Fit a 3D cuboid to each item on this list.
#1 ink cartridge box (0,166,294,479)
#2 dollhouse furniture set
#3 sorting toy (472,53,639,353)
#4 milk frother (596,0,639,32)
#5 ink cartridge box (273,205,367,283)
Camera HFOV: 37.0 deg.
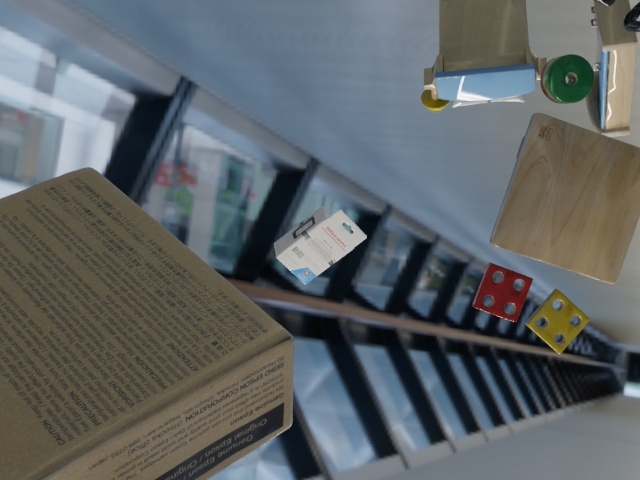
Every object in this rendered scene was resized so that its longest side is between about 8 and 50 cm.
[{"bbox_3d":[-0.161,0.067,0.589,0.193,0.088,0.234,-27,-133,-32],"label":"ink cartridge box"},{"bbox_3d":[0.304,-0.296,1.455,0.303,0.287,0.198,-5,145,10],"label":"dollhouse furniture set"},{"bbox_3d":[0.239,-0.032,0.932,0.132,0.275,0.046,17,-176,-9],"label":"sorting toy"},{"bbox_3d":[0.322,-0.305,1.008,0.134,0.129,0.143,27,-159,-17],"label":"milk frother"},{"bbox_3d":[0.000,0.000,0.970,0.048,0.083,0.028,45,-163,-30],"label":"ink cartridge box"}]
